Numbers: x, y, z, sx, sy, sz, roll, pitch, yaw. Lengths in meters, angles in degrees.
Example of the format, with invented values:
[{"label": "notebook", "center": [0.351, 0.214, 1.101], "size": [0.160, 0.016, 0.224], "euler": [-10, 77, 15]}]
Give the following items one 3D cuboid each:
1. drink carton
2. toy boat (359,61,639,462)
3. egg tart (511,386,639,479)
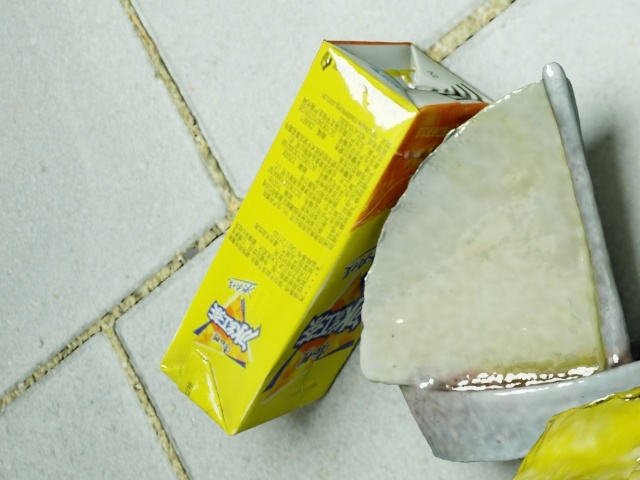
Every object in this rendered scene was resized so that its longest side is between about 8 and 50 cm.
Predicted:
[{"label": "drink carton", "center": [0.000, 0.000, 0.969], "size": [0.111, 0.155, 0.351], "euler": [41, 118, 23]}, {"label": "toy boat", "center": [0.155, 0.052, 0.882], "size": [0.276, 0.111, 0.293], "euler": [-32, 87, 25]}, {"label": "egg tart", "center": [0.268, 0.202, 0.744], "size": [0.388, 0.388, 0.169], "euler": [-19, 53, 36]}]
